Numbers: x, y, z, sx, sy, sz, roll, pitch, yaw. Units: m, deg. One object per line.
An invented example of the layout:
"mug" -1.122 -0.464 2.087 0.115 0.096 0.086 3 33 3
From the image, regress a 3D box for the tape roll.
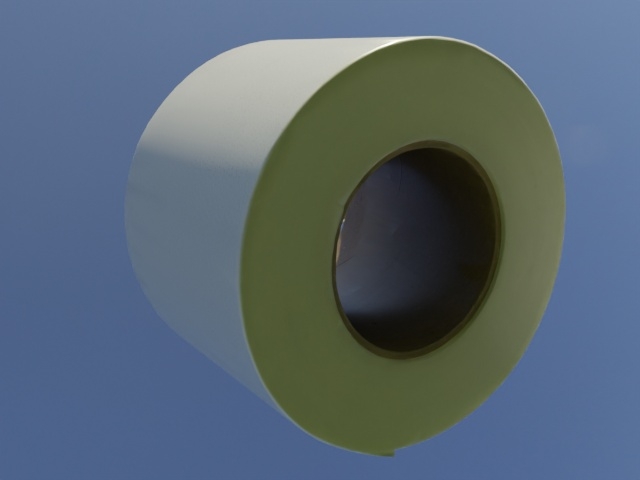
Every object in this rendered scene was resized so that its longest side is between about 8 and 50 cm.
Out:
"tape roll" 0.015 -0.009 0.497 0.246 0.169 0.246 -10 -72 -32

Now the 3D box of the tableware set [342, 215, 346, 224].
"tableware set" 0.000 0.000 0.711 0.024 0.104 0.154 51 -129 -16
